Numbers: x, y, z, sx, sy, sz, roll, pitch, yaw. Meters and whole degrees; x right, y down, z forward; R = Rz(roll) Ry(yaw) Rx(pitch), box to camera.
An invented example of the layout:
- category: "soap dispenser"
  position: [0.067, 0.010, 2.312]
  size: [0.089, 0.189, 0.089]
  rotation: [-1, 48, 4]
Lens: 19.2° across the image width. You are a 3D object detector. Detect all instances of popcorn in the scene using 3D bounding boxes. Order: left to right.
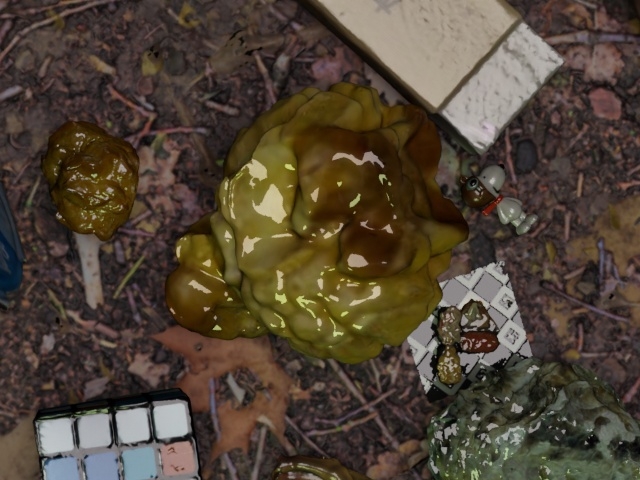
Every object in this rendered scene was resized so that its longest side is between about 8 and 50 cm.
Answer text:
- category: "popcorn"
  position: [0.000, 0.000, 1.888]
  size: [0.332, 0.225, 0.265]
  rotation: [-40, 82, 16]

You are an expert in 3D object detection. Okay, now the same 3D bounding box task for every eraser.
- category: "eraser"
  position: [0.082, -0.249, 1.958]
  size: [0.343, 0.078, 0.144]
  rotation: [41, 87, -5]

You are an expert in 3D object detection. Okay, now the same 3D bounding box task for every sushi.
- category: "sushi"
  position: [0.156, 0.097, 1.990]
  size: [0.126, 0.026, 0.120]
  rotation: [-19, 91, -7]

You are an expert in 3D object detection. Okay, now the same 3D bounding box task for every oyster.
- category: "oyster"
  position: [0.244, 0.219, 1.957]
  size: [0.268, 0.112, 0.198]
  rotation: [-9, 94, -13]

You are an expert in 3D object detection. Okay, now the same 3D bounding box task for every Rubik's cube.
- category: "Rubik's cube"
  position: [-0.199, 0.234, 1.886]
  size: [0.154, 0.151, 0.155]
  rotation: [-8, 91, -8]

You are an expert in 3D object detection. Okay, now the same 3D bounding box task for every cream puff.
- category: "cream puff"
  position: [-0.234, -0.063, 1.903]
  size: [0.094, 0.116, 0.122]
  rotation: [12, 73, -18]

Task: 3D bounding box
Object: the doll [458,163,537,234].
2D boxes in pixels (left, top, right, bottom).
- category: "doll"
  position: [0.184, -0.040, 1.990]
  size: [0.058, 0.040, 0.085]
  rotation: [-31, 93, -16]

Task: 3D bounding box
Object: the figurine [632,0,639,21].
- category: "figurine"
  position: [0.385, -0.341, 1.927]
  size: [0.270, 0.211, 0.261]
  rotation: [-36, 94, -5]

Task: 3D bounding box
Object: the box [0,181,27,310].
- category: "box"
  position: [-0.445, -0.030, 1.812]
  size: [0.206, 0.262, 0.291]
  rotation: [-28, 109, 8]

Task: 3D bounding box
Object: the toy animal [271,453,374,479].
- category: "toy animal"
  position: [0.040, 0.334, 1.964]
  size: [0.275, 0.054, 0.149]
  rotation: [45, 88, -5]

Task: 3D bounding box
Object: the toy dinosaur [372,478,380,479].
- category: "toy dinosaur"
  position: [0.033, 0.339, 1.921]
  size: [0.106, 0.044, 0.187]
  rotation: [36, 106, 10]
